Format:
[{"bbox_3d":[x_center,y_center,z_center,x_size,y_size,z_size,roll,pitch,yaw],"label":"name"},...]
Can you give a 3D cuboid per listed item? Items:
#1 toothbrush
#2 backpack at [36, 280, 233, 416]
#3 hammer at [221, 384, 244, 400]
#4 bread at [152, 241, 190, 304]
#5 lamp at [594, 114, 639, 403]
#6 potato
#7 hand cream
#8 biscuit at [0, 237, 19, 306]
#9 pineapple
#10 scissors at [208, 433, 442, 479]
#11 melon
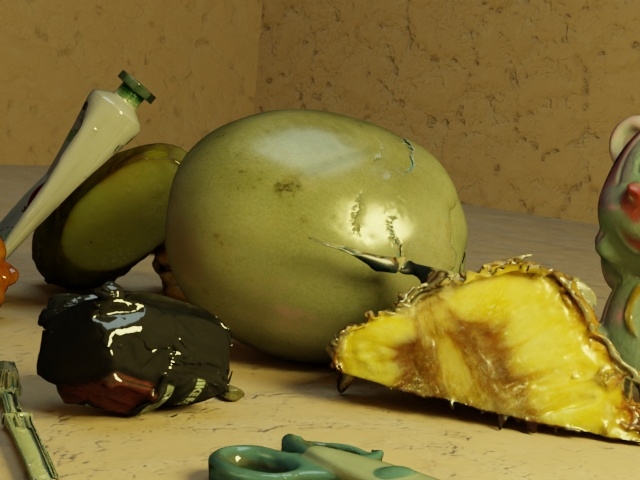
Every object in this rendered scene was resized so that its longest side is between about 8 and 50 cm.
[{"bbox_3d":[-0.236,0.147,1.132,0.026,0.028,0.294,1,13,-19],"label":"toothbrush"},{"bbox_3d":[-0.155,0.101,1.241,0.165,0.106,0.120,20,-25,-35],"label":"backpack"},{"bbox_3d":[-0.133,0.129,1.398,0.062,0.013,0.199,1,8,-32],"label":"hammer"},{"bbox_3d":[-0.162,0.039,1.862,0.116,0.077,0.200,2,5,-10],"label":"bread"},{"bbox_3d":[0.396,0.023,1.458,0.247,0.301,0.247,4,6,-33],"label":"lamp"},{"bbox_3d":[-0.262,-0.035,1.803,0.141,0.176,0.298,38,-47,-18],"label":"potato"},{"bbox_3d":[-0.328,-0.064,1.726,0.076,0.336,0.121,41,0,-21],"label":"hand cream"},{"bbox_3d":[-0.498,-0.068,1.613,0.318,0.312,0.110,4,33,40],"label":"biscuit"},{"bbox_3d":[0.160,0.084,1.369,0.334,0.158,0.161,6,7,13],"label":"pineapple"},{"bbox_3d":[0.046,0.177,1.001,0.138,0.041,0.289,-3,7,-43],"label":"scissors"},{"bbox_3d":[0.000,0.000,1.516,0.330,0.268,0.268,10,6,-4],"label":"melon"}]
